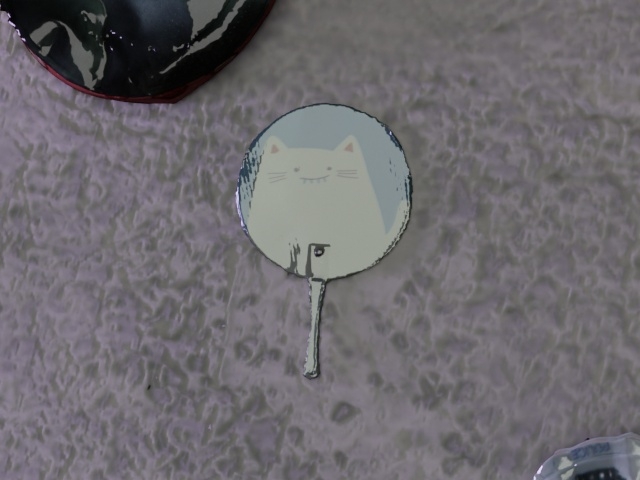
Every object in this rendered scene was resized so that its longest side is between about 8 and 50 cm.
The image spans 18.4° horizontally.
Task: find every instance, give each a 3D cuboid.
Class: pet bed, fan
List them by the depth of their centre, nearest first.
[{"bbox_3d":[0.000,0.000,1.244,0.113,0.005,0.175,3,84,10],"label":"fan"},{"bbox_3d":[-0.115,-0.182,1.259,0.201,0.053,0.201,-1,84,9],"label":"pet bed"}]

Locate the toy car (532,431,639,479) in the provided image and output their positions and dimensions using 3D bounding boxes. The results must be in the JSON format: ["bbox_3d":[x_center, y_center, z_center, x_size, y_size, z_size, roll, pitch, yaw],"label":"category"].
[{"bbox_3d":[0.186,0.215,1.158,0.095,0.056,0.205,-16,81,21],"label":"toy car"}]
